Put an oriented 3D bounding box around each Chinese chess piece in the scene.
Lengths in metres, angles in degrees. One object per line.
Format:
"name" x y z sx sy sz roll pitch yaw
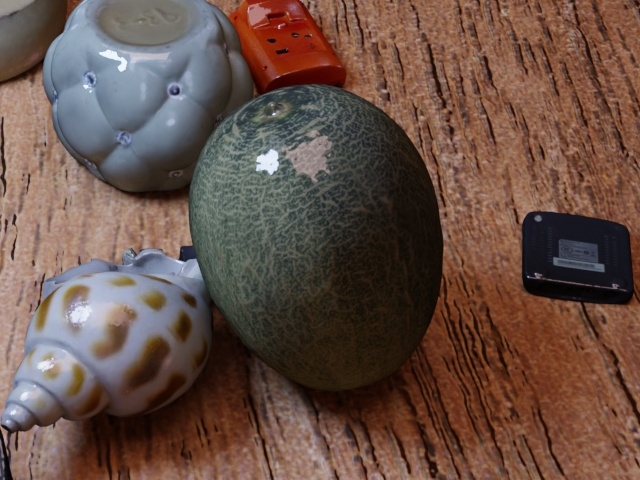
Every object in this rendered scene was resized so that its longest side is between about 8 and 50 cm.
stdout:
"Chinese chess piece" -0.455 -0.306 1.924 0.273 0.102 0.273 2 46 -2

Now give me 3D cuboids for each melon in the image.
"melon" 0.000 0.000 1.495 0.249 0.329 0.248 -10 36 8

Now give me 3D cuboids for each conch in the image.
"conch" -0.205 0.100 1.486 0.183 0.148 0.275 2 10 42

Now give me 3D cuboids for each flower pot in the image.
"flower pot" -0.199 -0.182 1.753 0.246 0.195 0.246 2 45 -2

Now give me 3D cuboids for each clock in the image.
"clock" -0.044 -0.250 1.935 0.113 0.061 0.155 -13 49 -19

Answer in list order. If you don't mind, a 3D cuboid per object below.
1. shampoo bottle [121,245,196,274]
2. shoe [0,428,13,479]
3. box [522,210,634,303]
"shampoo bottle" -0.110 0.030 1.642 0.208 0.057 0.063 -4 45 -10
"shoe" -0.322 0.265 1.371 0.108 0.093 0.241 -15 71 -13
"box" 0.291 0.016 1.717 0.126 0.027 0.125 7 44 1
